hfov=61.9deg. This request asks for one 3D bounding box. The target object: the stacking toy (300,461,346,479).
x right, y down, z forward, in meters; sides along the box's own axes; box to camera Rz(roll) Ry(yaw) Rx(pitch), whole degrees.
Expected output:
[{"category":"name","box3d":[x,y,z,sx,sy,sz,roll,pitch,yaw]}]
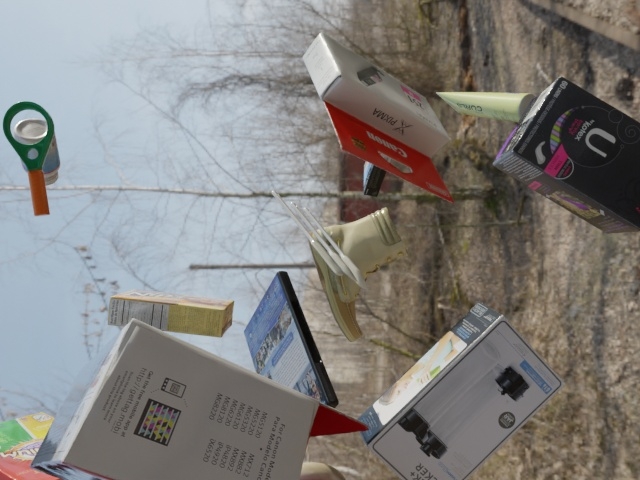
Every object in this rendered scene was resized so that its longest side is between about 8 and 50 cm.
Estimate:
[{"category":"stacking toy","box3d":[0.002,0.452,0.670,0.330,0.141,0.141,-113,19,-63]}]

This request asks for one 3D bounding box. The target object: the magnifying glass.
[{"category":"magnifying glass","box3d":[-0.577,-0.164,1.075,0.026,0.092,0.230,166,96,-80]}]

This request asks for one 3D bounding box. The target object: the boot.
[{"category":"boot","box3d":[0.102,0.075,1.177,0.095,0.204,0.261,86,165,-88]}]

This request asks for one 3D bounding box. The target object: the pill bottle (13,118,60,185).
[{"category":"pill bottle","box3d":[-0.687,-0.211,1.305,0.160,0.087,0.087,110,169,-49]}]

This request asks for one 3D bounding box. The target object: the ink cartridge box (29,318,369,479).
[{"category":"ink cartridge box","box3d":[-0.145,0.230,0.592,0.309,0.272,0.130,-35,32,52]}]

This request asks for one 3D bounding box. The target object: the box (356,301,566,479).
[{"category":"box","box3d":[0.220,0.261,0.855,0.169,0.290,0.087,47,180,-12]}]

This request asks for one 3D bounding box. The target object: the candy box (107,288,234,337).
[{"category":"candy box","box3d":[-0.422,0.207,1.546,0.183,0.317,0.087,-84,0,-89]}]

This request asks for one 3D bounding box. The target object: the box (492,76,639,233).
[{"category":"box","box3d":[0.491,-0.150,0.991,0.165,0.270,0.143,-58,-3,1]}]

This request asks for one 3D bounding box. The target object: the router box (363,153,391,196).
[{"category":"router box","box3d":[0.164,-0.233,1.517,0.178,0.046,0.133,106,172,-47]}]

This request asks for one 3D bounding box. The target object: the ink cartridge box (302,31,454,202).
[{"category":"ink cartridge box","box3d":[0.115,-0.201,0.889,0.060,0.275,0.238,-46,45,30]}]

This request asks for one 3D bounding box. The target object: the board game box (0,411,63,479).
[{"category":"board game box","box3d":[-0.650,0.497,1.219,0.242,0.317,0.064,6,-86,-62]}]

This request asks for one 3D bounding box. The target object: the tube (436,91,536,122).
[{"category":"tube","box3d":[0.370,-0.302,1.202,0.240,0.062,0.070,28,138,54]}]

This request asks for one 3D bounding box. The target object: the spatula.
[{"category":"spatula","box3d":[0.000,0.000,1.061,0.242,0.019,0.168,50,-165,30]}]

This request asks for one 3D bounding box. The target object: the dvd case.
[{"category":"dvd case","box3d":[-0.058,0.202,0.882,0.180,0.022,0.253,-59,41,36]}]
